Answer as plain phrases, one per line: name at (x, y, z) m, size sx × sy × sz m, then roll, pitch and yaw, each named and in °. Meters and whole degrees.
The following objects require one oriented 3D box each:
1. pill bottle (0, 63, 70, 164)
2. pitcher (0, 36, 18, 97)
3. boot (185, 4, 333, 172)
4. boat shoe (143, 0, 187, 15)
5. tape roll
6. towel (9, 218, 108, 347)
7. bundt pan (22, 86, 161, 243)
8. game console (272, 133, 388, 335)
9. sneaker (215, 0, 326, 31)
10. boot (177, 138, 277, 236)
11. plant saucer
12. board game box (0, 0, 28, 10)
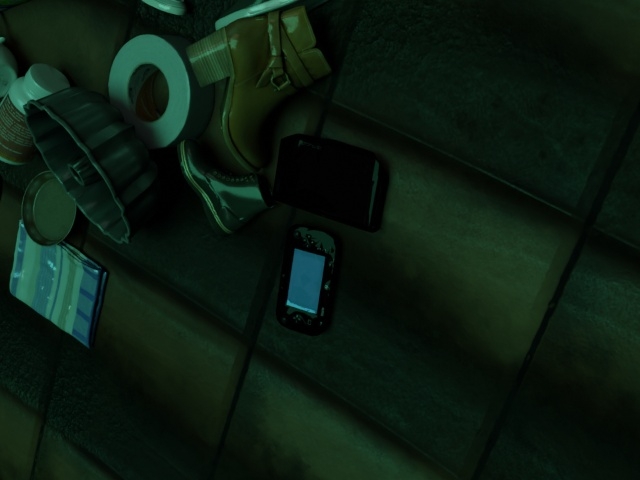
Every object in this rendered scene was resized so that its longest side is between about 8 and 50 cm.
pill bottle at (-0.628, -0.273, 1.926) m, size 0.216 × 0.121 × 0.121 m, roll -45°, pitch 73°, yaw 32°
pitcher at (-0.746, -0.423, 1.992) m, size 0.207 × 0.125 × 0.178 m, roll 42°, pitch 105°, yaw 34°
boot at (-0.082, -0.263, 1.562) m, size 0.220 × 0.109 × 0.283 m, roll -20°, pitch 122°, yaw 4°
boat shoe at (-0.315, -0.491, 1.710) m, size 0.184 × 0.066 × 0.063 m, roll 42°, pitch 121°, yaw 32°
tape roll at (-0.310, -0.287, 1.733) m, size 0.219 × 0.072 × 0.219 m, roll 7°, pitch 102°, yaw 34°
towel at (-0.602, 0.094, 2.031) m, size 0.285 × 0.034 × 0.209 m, roll 29°, pitch 115°, yaw 27°
bundt pan at (-0.428, -0.159, 1.745) m, size 0.331 × 0.124 × 0.331 m, roll 40°, pitch 153°, yaw 25°
game console at (0.000, 0.000, 1.589) m, size 0.213 × 0.044 × 0.362 m, roll 19°, pitch 110°, yaw 31°
sneaker at (-0.069, -0.459, 1.520) m, size 0.295 × 0.104 × 0.147 m, roll -19°, pitch 85°, yaw 30°
boot at (-0.171, -0.122, 1.675) m, size 0.137 × 0.077 × 0.198 m, roll -26°, pitch 97°, yaw 31°
plant saucer at (-0.593, -0.070, 1.981) m, size 0.168 × 0.029 × 0.169 m, roll -1°, pitch 88°, yaw 30°
board game box at (-0.652, -0.582, 1.871) m, size 0.275 × 0.144 × 0.142 m, roll -5°, pitch 96°, yaw 36°
